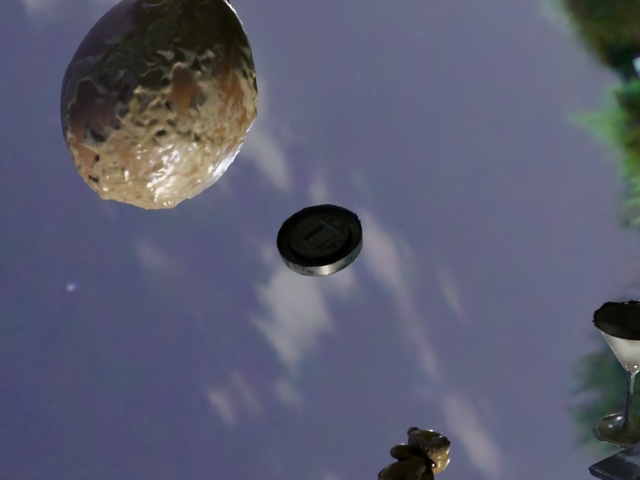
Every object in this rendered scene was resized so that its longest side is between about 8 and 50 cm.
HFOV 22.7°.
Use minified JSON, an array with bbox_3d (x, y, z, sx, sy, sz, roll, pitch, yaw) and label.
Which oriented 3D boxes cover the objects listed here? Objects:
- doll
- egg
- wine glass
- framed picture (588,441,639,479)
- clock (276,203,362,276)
[{"bbox_3d":[0.091,0.221,1.553,0.093,0.051,0.061,-37,-87,-27],"label":"doll"},{"bbox_3d":[-0.166,-0.152,1.648,0.203,0.203,0.245,20,-86,-63],"label":"egg"},{"bbox_3d":[0.421,0.185,2.154,0.122,0.122,0.183,-60,-30,-64],"label":"wine glass"},{"bbox_3d":[0.444,0.178,1.535,0.244,0.323,0.013,-169,56,-77],"label":"framed picture"},{"bbox_3d":[0.000,0.000,1.528,0.085,0.085,0.017,-89,-11,-45],"label":"clock"}]
